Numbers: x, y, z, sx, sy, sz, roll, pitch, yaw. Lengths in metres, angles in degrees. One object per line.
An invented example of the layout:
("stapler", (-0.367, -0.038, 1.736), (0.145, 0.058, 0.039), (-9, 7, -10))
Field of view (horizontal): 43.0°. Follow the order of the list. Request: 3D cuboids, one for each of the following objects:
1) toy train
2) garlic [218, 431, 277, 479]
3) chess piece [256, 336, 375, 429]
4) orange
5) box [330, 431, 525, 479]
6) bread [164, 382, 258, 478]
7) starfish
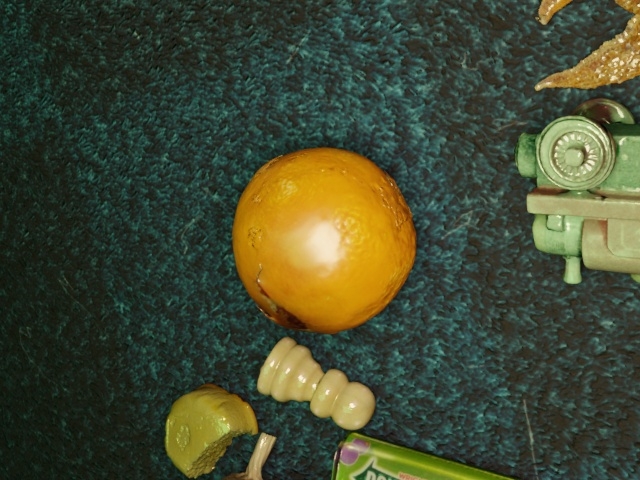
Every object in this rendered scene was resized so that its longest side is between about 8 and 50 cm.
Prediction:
("toy train", (0.368, -0.044, 0.914), (0.304, 0.150, 0.221), (8, 115, 33))
("garlic", (-0.110, 0.402, 1.250), (0.219, 0.218, 0.212), (-8, 65, 30))
("chess piece", (0.000, 0.221, 1.201), (0.170, 0.094, 0.094), (27, 110, 16))
("orange", (0.000, 0.000, 1.068), (0.246, 0.246, 0.246), (5, 101, 28))
("box", (0.178, 0.366, 1.105), (0.346, 0.097, 0.134), (11, 84, 28))
("bread", (-0.186, 0.298, 1.314), (0.156, 0.086, 0.125), (-44, 70, 24))
("starfish", (0.405, -0.245, 0.909), (0.302, 0.060, 0.299), (39, 112, 17))
